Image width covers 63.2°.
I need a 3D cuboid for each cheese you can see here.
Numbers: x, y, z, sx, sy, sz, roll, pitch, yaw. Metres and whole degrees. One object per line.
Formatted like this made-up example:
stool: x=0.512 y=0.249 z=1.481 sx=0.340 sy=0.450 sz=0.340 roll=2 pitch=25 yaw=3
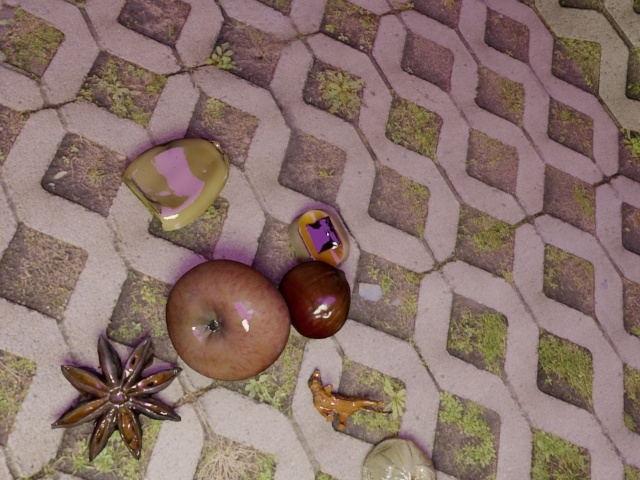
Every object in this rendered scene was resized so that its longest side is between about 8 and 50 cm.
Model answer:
cheese: x=-0.419 y=-0.200 z=1.585 sx=0.316 sy=0.128 sz=0.259 roll=-43 pitch=93 yaw=-18

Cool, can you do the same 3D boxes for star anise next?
star anise: x=-0.512 y=0.400 z=1.338 sx=0.332 sy=0.117 sz=0.331 roll=3 pitch=78 yaw=-16

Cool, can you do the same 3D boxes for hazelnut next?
hazelnut: x=-0.012 y=0.163 z=1.505 sx=0.230 sy=0.229 sz=0.229 roll=5 pitch=69 yaw=-13

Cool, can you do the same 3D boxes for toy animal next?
toy animal: x=0.081 y=0.473 z=1.489 sx=0.255 sy=0.116 sz=0.114 roll=22 pitch=89 yaw=-12

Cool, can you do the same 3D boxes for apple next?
apple: x=-0.250 y=0.207 z=1.373 sx=0.345 sy=0.269 sz=0.344 roll=0 pitch=76 yaw=0

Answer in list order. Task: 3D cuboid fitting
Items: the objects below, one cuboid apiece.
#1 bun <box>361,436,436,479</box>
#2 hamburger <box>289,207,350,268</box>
bun: x=0.228 y=0.659 z=1.424 sx=0.221 sy=0.134 sz=0.220 roll=6 pitch=70 yaw=-17
hamburger: x=0.000 y=0.000 z=1.628 sx=0.173 sy=0.116 sz=0.210 roll=-27 pitch=84 yaw=-15
